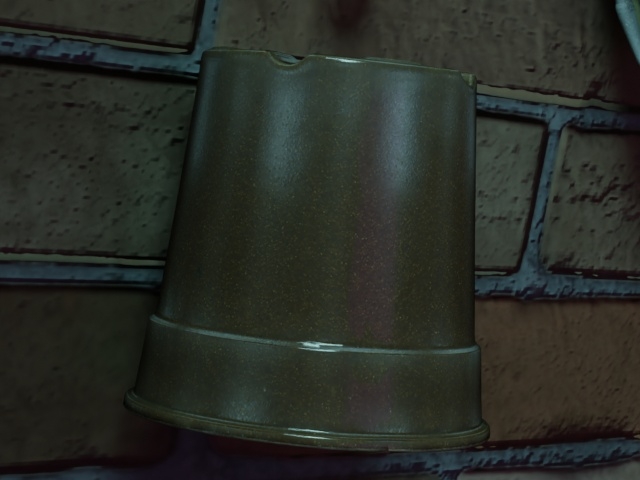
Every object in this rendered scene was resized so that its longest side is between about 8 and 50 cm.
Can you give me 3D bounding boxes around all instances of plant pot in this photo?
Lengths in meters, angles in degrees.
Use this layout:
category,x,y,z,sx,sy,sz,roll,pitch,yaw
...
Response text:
category,x,y,z,sx,sy,sz,roll,pitch,yaw
plant pot,0.000,0.000,0.870,0.167,0.167,0.165,2,94,-42

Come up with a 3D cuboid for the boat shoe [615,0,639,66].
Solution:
category,x,y,z,sx,sy,sz,roll,pitch,yaw
boat shoe,0.171,-0.231,0.972,0.103,0.118,0.320,-44,135,-28
